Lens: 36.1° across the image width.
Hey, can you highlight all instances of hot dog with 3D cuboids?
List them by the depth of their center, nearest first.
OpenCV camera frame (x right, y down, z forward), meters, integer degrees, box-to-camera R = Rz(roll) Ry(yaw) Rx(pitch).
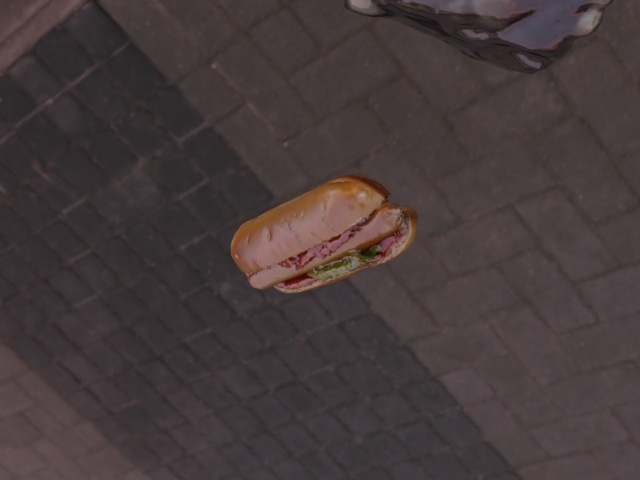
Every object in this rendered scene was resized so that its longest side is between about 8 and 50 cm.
[{"bbox_3d":[0.000,0.000,0.838,0.092,0.062,0.235,35,151,-19],"label":"hot dog"}]

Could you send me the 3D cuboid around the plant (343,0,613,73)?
[{"bbox_3d":[0.040,-0.216,0.505,0.276,0.188,0.199,30,102,1],"label":"plant"}]
